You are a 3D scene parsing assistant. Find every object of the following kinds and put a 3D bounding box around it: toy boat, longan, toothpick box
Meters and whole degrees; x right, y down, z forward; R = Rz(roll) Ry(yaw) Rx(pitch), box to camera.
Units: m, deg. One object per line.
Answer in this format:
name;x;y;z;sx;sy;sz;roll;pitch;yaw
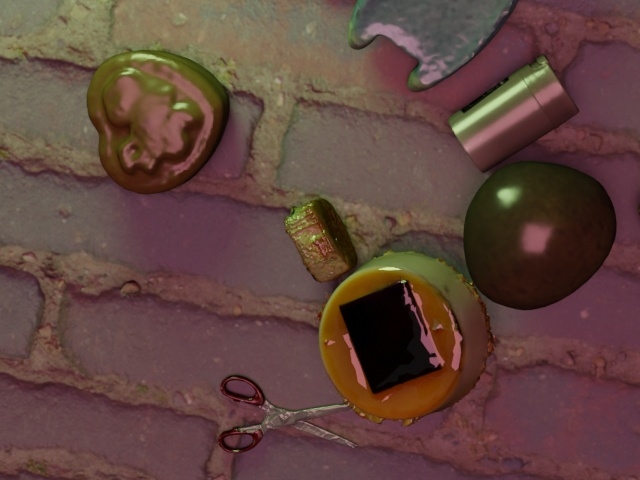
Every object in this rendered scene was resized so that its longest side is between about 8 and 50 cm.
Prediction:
toy boat;0.195;-0.397;1.798;0.215;0.123;0.330;34;116;-5
longan;0.336;-0.006;1.804;0.246;0.215;0.246;3;125;4
toothpick box;0.304;-0.198;1.814;0.180;0.111;0.111;-34;97;14

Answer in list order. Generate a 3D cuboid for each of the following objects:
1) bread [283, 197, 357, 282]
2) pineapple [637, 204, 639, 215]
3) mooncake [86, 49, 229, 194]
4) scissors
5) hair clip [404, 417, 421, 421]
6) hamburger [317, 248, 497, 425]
bread;0.000;0.000;1.885;0.069;0.128;0.140;-23;97;16
pineapple;0.563;-0.028;1.751;0.128;0.248;0.128;1;105;5
mooncake;-0.261;-0.198;1.882;0.234;0.117;0.235;2;101;9
scissors;-0.056;0.314;2.020;0.247;0.017;0.144;5;104;4
hair clip;0.139;0.251;1.979;0.054;0.022;0.137;-26;98;15
hamburger;0.132;0.156;1.869;0.294;0.179;0.276;-26;86;20
